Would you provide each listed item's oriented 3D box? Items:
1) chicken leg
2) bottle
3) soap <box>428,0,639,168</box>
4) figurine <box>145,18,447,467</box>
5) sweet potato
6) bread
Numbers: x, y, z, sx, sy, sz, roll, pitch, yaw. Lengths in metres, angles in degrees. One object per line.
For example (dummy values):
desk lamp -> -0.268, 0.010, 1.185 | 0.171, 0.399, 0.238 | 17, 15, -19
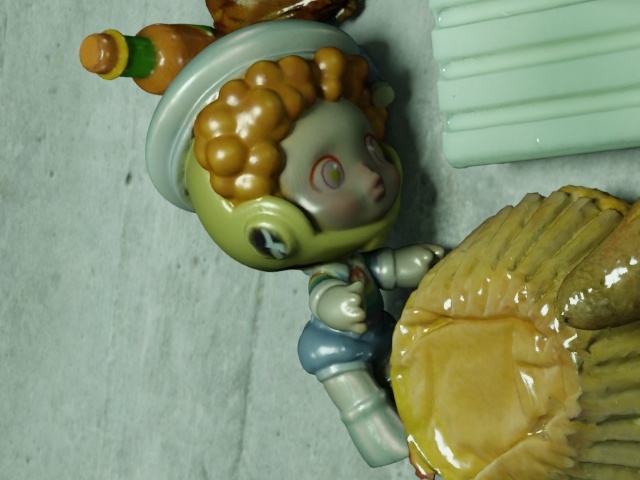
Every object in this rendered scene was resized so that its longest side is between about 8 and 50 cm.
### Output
chicken leg -> 0.011, -0.234, 1.608 | 0.304, 0.093, 0.113 | -9, 124, 41
bottle -> -0.139, -0.164, 1.685 | 0.069, 0.187, 0.069 | 1, 92, 40
soap -> 0.217, -0.148, 1.439 | 0.265, 0.087, 0.160 | -6, 91, 41
figurine -> -0.019, 0.011, 1.570 | 0.205, 0.224, 0.382 | -21, 80, 44
sweet potato -> 0.287, -0.067, 1.280 | 0.114, 0.092, 0.341 | 27, 109, -1
bread -> 0.181, 0.093, 1.453 | 0.274, 0.149, 0.274 | 12, 107, 42
